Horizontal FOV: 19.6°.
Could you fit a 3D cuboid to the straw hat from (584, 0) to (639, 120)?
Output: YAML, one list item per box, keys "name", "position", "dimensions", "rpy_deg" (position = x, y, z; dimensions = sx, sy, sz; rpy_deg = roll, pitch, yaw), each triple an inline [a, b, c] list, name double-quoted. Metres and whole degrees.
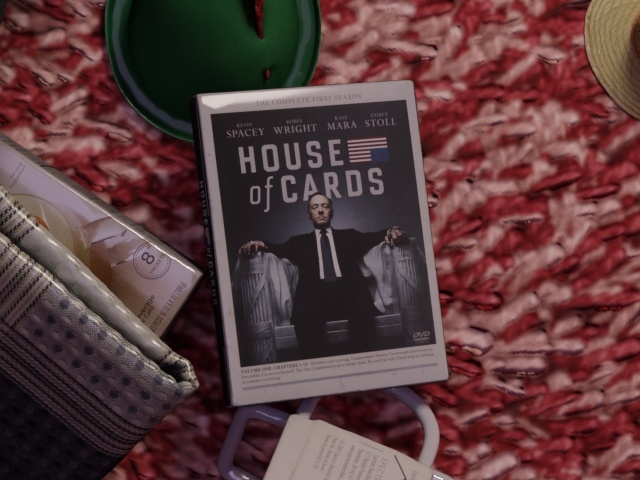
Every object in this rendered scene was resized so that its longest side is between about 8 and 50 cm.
- name: "straw hat"
  position: [0.278, -0.157, 1.434]
  dimensions: [0.145, 0.061, 0.144]
  rpy_deg: [0, 91, 1]

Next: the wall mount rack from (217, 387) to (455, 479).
- name: "wall mount rack"
  position: [0.040, 0.263, 1.362]
  dimensions: [0.304, 0.350, 0.130]
  rpy_deg: [22, 128, 3]

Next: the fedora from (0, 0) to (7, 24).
- name: "fedora"
  position: [-0.344, -0.213, 1.376]
  dimensions: [0.334, 0.152, 0.334]
  rpy_deg: [4, 100, 20]

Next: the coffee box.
- name: "coffee box"
  position: [-0.227, 0.014, 1.425]
  dimensions: [0.246, 0.098, 0.141]
  rpy_deg: [33, 91, 0]

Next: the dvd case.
- name: "dvd case"
  position: [0.000, 0.000, 1.421]
  dimensions: [0.179, 0.029, 0.238]
  rpy_deg: [-6, 87, -19]

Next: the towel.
- name: "towel"
  position: [-0.292, 0.078, 1.373]
  dimensions: [0.324, 0.056, 0.312]
  rpy_deg: [41, 126, -8]

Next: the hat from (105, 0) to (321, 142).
- name: "hat"
  position: [-0.085, -0.178, 1.376]
  dimensions: [0.173, 0.183, 0.208]
  rpy_deg: [1, 91, 1]
